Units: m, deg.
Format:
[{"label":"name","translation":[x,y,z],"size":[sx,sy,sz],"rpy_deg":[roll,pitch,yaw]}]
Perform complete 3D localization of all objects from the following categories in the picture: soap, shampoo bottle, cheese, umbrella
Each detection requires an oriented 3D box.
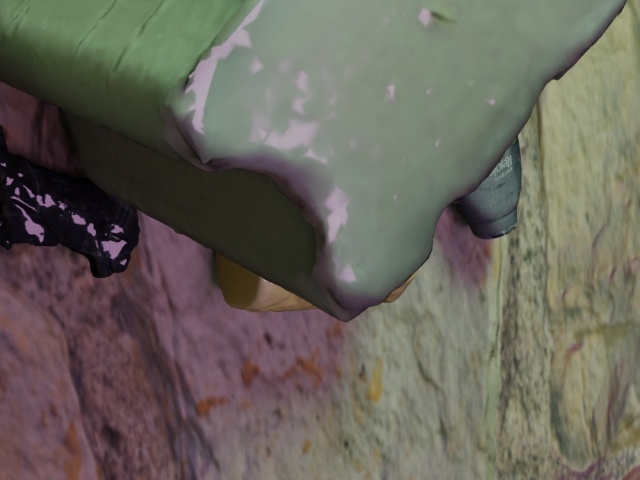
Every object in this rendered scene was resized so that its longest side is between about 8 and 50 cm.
[{"label":"soap","translation":[-0.028,-0.176,1.084],"size":[0.350,0.435,0.213],"rpy_deg":[-48,122,-8]},{"label":"shampoo bottle","translation":[0.137,-0.111,1.468],"size":[0.087,0.049,0.233],"rpy_deg":[-31,122,-26]},{"label":"cheese","translation":[0.000,0.000,1.381],"size":[0.167,0.094,0.123],"rpy_deg":[0,108,-35]},{"label":"umbrella","translation":[-0.238,-0.040,1.218],"size":[0.071,0.080,0.224],"rpy_deg":[-39,130,26]}]
